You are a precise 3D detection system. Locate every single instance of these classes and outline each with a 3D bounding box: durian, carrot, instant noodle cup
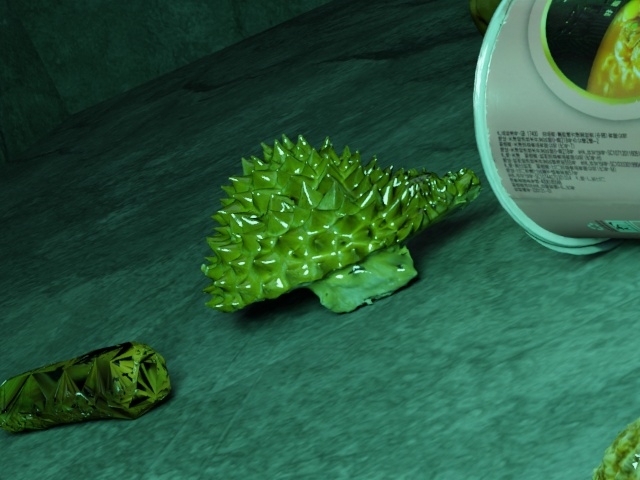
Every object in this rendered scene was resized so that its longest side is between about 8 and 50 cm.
[{"bbox_3d":[0.000,0.000,1.584,0.306,0.166,0.172,-24,42,36],"label":"durian"},{"bbox_3d":[-0.222,0.138,1.594,0.228,0.069,0.069,-15,17,45],"label":"carrot"},{"bbox_3d":[0.274,-0.094,1.233,0.244,0.244,0.255,-34,24,-29],"label":"instant noodle cup"}]

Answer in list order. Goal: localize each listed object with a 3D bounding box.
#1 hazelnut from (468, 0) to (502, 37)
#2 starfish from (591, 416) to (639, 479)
[{"bbox_3d":[0.287,-0.283,2.026,0.181,0.181,0.212,-53,1,-10],"label":"hazelnut"},{"bbox_3d":[0.208,0.098,0.829,0.312,0.113,0.303,-14,17,33],"label":"starfish"}]
